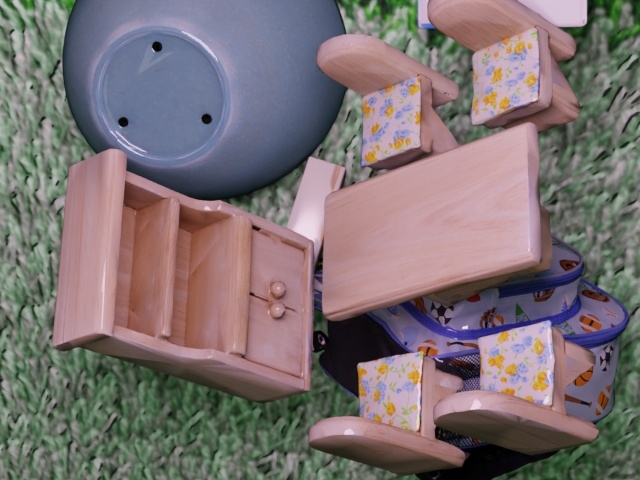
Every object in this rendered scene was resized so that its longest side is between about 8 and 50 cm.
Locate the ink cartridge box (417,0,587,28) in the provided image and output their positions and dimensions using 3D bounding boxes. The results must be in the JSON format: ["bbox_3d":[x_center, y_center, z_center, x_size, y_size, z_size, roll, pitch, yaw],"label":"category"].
[{"bbox_3d":[0.172,-0.248,1.421,0.148,0.203,0.086,0,106,10],"label":"ink cartridge box"}]

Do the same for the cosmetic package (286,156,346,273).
[{"bbox_3d":[-0.010,-0.021,1.576,0.041,0.060,0.115,17,81,3],"label":"cosmetic package"}]

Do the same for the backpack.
[{"bbox_3d":[0.159,0.089,1.506,0.263,0.276,0.213,2,113,-28],"label":"backpack"}]

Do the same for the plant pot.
[{"bbox_3d":[-0.130,-0.160,1.506,0.290,0.195,0.290,3,109,9],"label":"plant pot"}]

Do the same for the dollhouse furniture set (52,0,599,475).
[{"bbox_3d":[0.000,0.000,1.307,0.394,0.256,0.362,-19,61,40],"label":"dollhouse furniture set"}]

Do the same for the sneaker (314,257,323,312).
[{"bbox_3d":[-0.002,0.050,1.628,0.144,0.053,0.059,7,111,9],"label":"sneaker"}]
